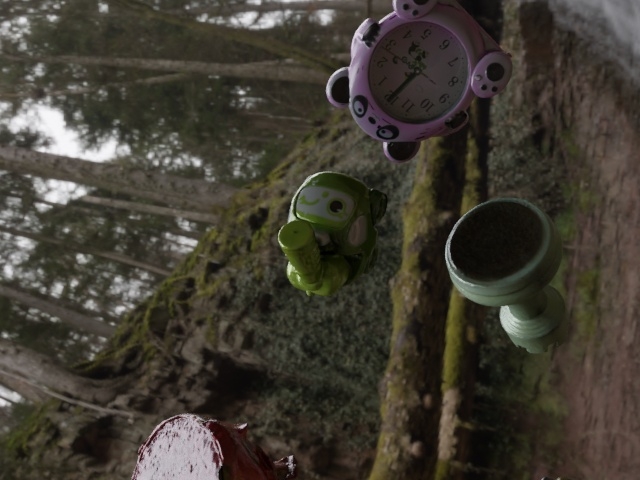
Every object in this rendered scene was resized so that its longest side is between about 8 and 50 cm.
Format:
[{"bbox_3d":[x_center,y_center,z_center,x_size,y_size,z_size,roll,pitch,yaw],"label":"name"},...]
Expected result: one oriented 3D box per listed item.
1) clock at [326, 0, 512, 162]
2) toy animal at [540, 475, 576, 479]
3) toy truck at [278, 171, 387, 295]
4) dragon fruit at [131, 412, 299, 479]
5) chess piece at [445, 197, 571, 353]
[{"bbox_3d":[0.149,-0.263,1.198,0.227,0.248,0.090,43,-161,-10],"label":"clock"},{"bbox_3d":[0.314,0.453,1.098,0.281,0.195,0.169,-48,-51,2],"label":"toy animal"},{"bbox_3d":[0.006,0.006,1.212,0.187,0.148,0.211,87,-153,-42],"label":"toy truck"},{"bbox_3d":[-0.121,0.320,1.051,0.211,0.262,0.134,28,-110,-39],"label":"dragon fruit"},{"bbox_3d":[0.354,0.083,1.347,0.299,0.194,0.195,52,-124,-44],"label":"chess piece"}]
